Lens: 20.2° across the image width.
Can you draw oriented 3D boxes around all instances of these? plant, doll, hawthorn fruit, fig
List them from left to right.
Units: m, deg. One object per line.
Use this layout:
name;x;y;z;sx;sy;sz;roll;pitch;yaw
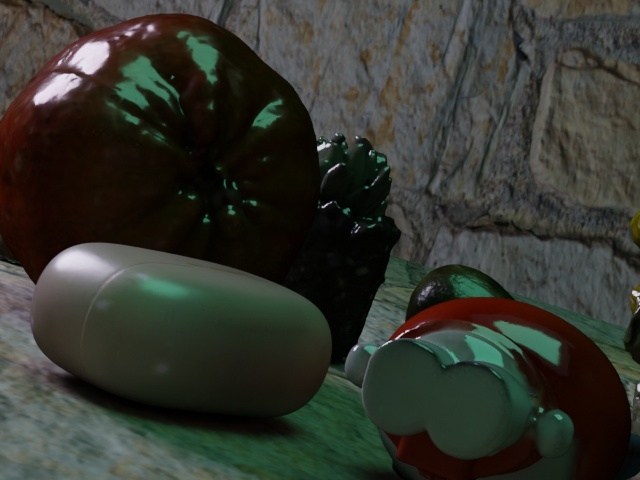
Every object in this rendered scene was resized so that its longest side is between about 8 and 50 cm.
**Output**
hawthorn fruit;-0.132;-0.045;1.355;0.261;0.258;0.258;-4;-10;36
plant;0.000;0.000;1.570;0.129;0.195;0.132;13;2;6
fig;0.158;0.098;1.640;0.177;0.117;0.117;36;9;18
doll;0.108;0.101;1.069;0.161;0.130;0.290;16;-3;21

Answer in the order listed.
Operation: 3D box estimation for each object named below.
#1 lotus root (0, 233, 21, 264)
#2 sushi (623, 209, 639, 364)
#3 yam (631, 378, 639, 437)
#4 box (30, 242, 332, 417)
lotus root;-0.276;-0.022;1.611;0.122;0.081;0.112;17;-4;-1
sushi;0.327;0.072;1.106;0.328;0.328;0.285;52;-18;-12
yam;0.386;0.133;1.414;0.300;0.195;0.195;15;4;-41
box;-0.085;0.057;1.125;0.146;0.088;0.200;21;7;41
